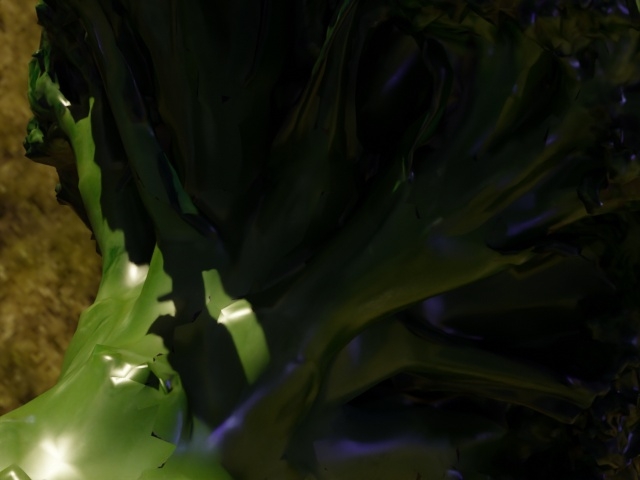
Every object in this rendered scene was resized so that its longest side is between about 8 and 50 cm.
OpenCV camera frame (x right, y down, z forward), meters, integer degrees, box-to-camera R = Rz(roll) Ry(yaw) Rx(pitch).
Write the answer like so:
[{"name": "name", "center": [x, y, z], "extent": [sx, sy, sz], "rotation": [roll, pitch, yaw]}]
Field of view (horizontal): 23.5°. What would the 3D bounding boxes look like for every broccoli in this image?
[{"name": "broccoli", "center": [0.000, 0.000, 0.478], "extent": [0.297, 0.297, 0.297], "rotation": [7, 40, 32]}]
